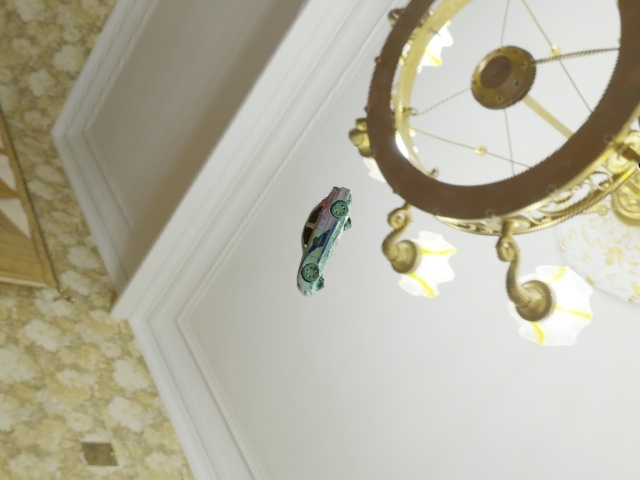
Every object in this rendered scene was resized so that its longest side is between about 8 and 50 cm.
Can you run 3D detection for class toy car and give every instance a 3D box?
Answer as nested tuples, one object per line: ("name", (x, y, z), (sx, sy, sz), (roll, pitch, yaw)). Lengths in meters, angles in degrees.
("toy car", (0.000, 0.000, 1.255), (0.076, 0.090, 0.224), (22, -103, 11))

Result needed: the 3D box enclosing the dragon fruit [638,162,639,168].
("dragon fruit", (0.624, -0.219, 0.902), (0.228, 0.286, 0.329), (5, -78, 57))
